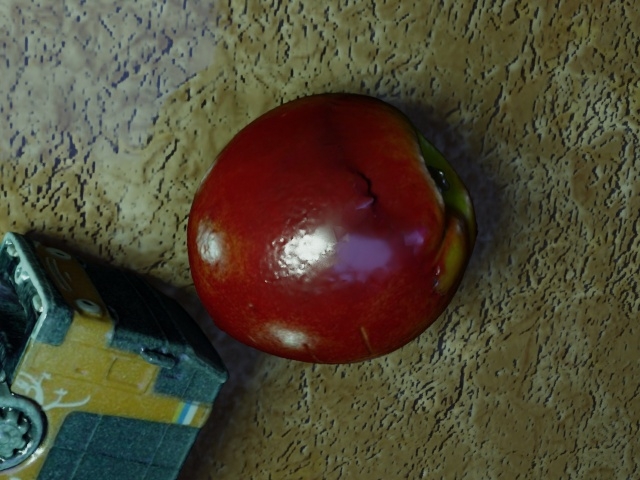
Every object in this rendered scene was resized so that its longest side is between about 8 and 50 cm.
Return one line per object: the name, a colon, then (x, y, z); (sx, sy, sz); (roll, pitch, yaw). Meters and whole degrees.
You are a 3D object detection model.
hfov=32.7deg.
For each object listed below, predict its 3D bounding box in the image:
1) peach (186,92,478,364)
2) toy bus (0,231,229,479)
peach: (0.000, 0.000, 0.732); (0.197, 0.197, 0.197); (-7, 112, -19)
toy bus: (-0.189, 0.150, 0.729); (0.167, 0.138, 0.275); (19, 102, -32)
